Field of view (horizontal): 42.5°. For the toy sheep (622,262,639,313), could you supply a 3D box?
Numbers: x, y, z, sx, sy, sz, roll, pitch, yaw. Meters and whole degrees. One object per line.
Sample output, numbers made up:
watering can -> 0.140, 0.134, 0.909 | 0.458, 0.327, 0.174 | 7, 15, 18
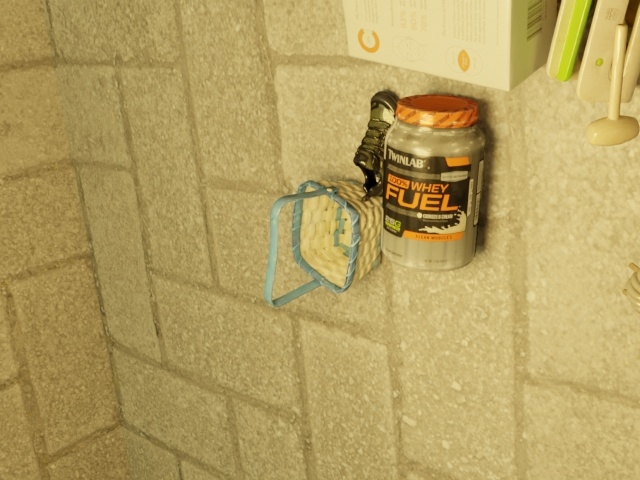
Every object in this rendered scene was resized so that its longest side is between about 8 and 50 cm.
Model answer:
toy sheep -> 0.565, 0.086, 1.408 | 0.091, 0.091, 0.132 | 27, 138, 36

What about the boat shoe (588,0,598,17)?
boat shoe -> 0.416, -0.454, 1.340 | 0.068, 0.072, 0.190 | 11, 114, 42

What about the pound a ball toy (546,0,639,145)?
pound a ball toy -> 0.471, -0.325, 1.267 | 0.208, 0.136, 0.319 | -112, 24, -60

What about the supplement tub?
supplement tub -> 0.217, -0.113, 1.597 | 0.194, 0.194, 0.316 | 20, 120, 39

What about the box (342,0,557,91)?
box -> 0.222, -0.420, 1.441 | 0.345, 0.168, 0.215 | 22, 135, 35

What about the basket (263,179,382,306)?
basket -> 0.000, 0.000, 1.792 | 0.201, 0.289, 0.254 | 31, 125, 34

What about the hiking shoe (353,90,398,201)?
hiking shoe -> 0.122, -0.194, 1.717 | 0.086, 0.114, 0.226 | 12, 114, 42
